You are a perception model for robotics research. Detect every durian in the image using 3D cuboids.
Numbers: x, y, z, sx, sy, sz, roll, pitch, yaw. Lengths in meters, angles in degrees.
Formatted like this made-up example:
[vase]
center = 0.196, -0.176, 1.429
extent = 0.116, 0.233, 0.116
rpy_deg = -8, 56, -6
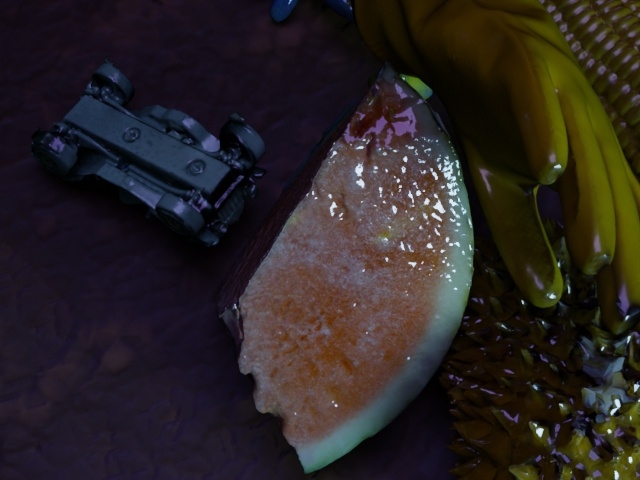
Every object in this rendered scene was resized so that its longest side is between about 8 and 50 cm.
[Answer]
[durian]
center = 0.157, 0.079, 0.920
extent = 0.183, 0.138, 0.250
rpy_deg = -9, 58, 6

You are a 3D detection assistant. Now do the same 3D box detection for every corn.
[corn]
center = 0.208, -0.082, 1.010
extent = 0.106, 0.106, 0.305
rpy_deg = -34, 64, -15

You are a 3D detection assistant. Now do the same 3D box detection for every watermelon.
[watermelon]
center = 0.011, 0.000, 0.939
extent = 0.128, 0.146, 0.231
rpy_deg = 26, 107, -22

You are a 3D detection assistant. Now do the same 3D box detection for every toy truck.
[toy truck]
center = -0.106, -0.048, 1.021
extent = 0.154, 0.078, 0.080
rpy_deg = 25, 65, 30

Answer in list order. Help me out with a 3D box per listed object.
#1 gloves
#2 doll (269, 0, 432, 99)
[gloves]
center = 0.107, -0.061, 0.857
extent = 0.116, 0.133, 0.294
rpy_deg = -40, 39, 17
[doll]
center = 0.047, -0.300, 1.029
extent = 0.346, 0.099, 0.341
rpy_deg = -43, 71, 22
